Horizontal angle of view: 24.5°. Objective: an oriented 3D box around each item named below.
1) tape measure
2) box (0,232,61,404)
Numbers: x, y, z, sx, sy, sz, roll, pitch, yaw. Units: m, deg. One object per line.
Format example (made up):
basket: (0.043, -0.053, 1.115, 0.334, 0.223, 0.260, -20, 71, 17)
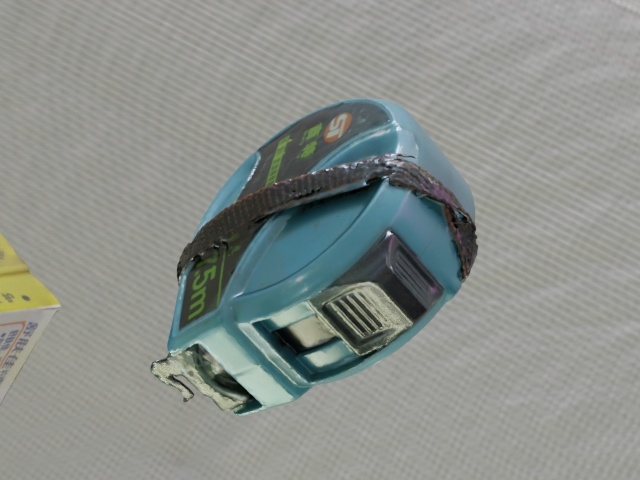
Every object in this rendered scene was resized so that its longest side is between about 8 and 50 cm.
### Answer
tape measure: (0.000, 0.000, 0.636, 0.146, 0.125, 0.081, -24, -57, 29)
box: (-0.291, 0.110, 0.878, 0.097, 0.168, 0.265, 44, -63, 23)
